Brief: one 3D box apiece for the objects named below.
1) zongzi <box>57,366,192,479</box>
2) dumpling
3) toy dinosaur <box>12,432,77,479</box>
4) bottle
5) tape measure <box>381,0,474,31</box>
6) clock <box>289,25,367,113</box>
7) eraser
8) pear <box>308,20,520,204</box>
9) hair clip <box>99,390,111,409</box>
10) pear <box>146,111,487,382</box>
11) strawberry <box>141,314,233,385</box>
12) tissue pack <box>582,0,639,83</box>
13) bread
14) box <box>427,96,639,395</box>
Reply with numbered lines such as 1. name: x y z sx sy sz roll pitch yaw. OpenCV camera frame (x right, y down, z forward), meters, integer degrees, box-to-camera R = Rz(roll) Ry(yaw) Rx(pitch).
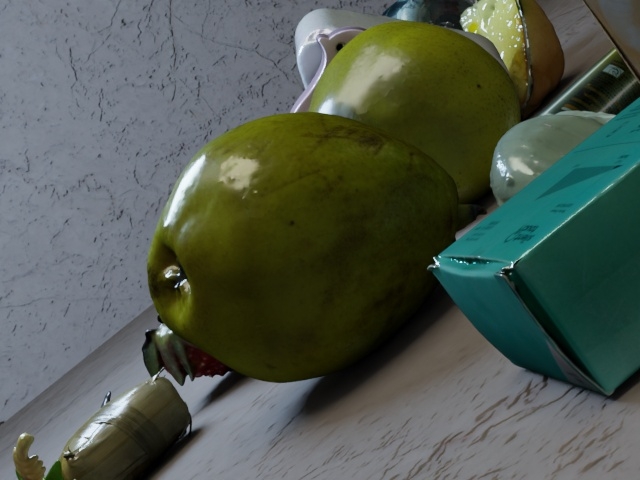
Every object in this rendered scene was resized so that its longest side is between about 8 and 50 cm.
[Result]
1. zongzi: -0.263 0.264 1.742 0.194 0.099 0.197 -41 1 -32
2. dumpling: 0.245 -0.058 1.377 0.108 0.153 0.219 89 -160 -43
3. toy dinosaur: -0.338 0.324 1.483 0.152 0.194 0.177 -27 -13 9
4. bottle: 0.317 -0.149 1.612 0.286 0.082 0.082 -41 8 -29
5. tape measure: 0.205 -0.300 2.417 0.147 0.275 0.256 -28 16 45
6. clock: 0.094 -0.161 2.032 0.080 0.290 0.275 -99 22 -79
7. eraser: 0.108 -0.189 2.175 0.331 0.331 0.150 -35 24 15
8. pear: 0.129 -0.158 1.854 0.294 0.294 0.294 -36 7 5
9. hair clip: -0.327 0.299 1.924 0.257 0.075 0.146 -48 9 -26
10. pear: 0.000 0.000 1.490 0.375 0.287 0.287 -11 2 -11
11. strawberry: -0.098 0.072 1.904 0.306 0.138 0.233 -26 -47 -50
12. tissue pack: 0.399 -0.330 1.469 0.238 0.305 0.238 -36 6 5
13. bread: 0.325 -0.283 2.270 0.133 0.251 0.174 11 -26 -33
14. box: 0.252 -0.030 1.012 0.311 0.118 0.205 -37 5 -8
